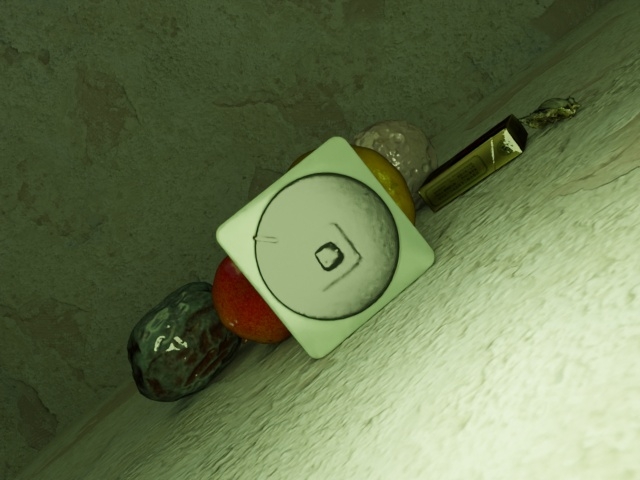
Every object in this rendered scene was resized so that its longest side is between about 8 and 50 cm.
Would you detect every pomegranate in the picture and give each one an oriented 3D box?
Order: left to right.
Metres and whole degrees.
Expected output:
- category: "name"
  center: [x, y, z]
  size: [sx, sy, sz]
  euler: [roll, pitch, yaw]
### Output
- category: "pomegranate"
  center: [-0.121, 0.122, 1.287]
  size: [0.221, 0.220, 0.257]
  euler: [-44, -19, -49]

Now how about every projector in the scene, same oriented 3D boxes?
- category: "projector"
  center: [0.008, 0.010, 0.966]
  size: [0.257, 0.259, 0.079]
  euler: [-39, 4, -8]

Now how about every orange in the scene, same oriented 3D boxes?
- category: "orange"
  center: [0.041, -0.045, 1.142]
  size: [0.279, 0.279, 0.235]
  euler: [-41, 5, -27]

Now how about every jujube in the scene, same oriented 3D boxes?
- category: "jujube"
  center: [-0.324, 0.248, 1.468]
  size: [0.308, 0.215, 0.247]
  euler: [-49, -12, -28]

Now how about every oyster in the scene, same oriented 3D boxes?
- category: "oyster"
  center: [0.482, -0.269, 1.283]
  size: [0.108, 0.053, 0.165]
  euler: [-10, -1, 5]

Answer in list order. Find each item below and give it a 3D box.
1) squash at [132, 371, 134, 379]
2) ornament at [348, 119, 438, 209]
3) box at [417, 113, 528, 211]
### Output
- category: "squash"
  center: [-0.553, 0.431, 2.124]
  size: [0.370, 0.118, 0.118]
  euler: [-31, 8, 44]
- category: "ornament"
  center: [0.186, -0.186, 1.564]
  size: [0.225, 0.260, 0.259]
  euler: [-12, 19, 33]
- category: "box"
  center: [0.340, -0.172, 1.355]
  size: [0.240, 0.071, 0.159]
  euler: [-37, 3, 32]
